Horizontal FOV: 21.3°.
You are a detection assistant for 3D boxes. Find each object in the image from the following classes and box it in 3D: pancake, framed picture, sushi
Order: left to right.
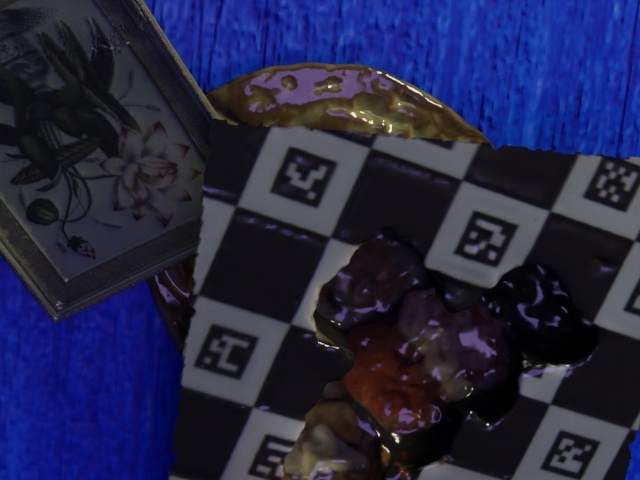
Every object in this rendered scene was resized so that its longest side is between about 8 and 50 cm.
[{"bbox_3d":[-0.151,-0.064,1.030,0.173,0.010,0.231,-27,121,13],"label":"framed picture"},{"bbox_3d":[0.000,0.000,1.120,0.250,0.031,0.250,-5,111,-12],"label":"pancake"},{"bbox_3d":[0.061,0.077,1.123,0.320,0.069,0.339,3,113,-13],"label":"sushi"}]
